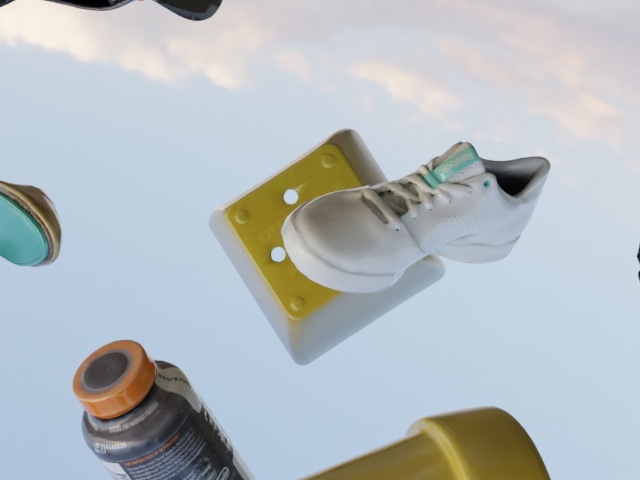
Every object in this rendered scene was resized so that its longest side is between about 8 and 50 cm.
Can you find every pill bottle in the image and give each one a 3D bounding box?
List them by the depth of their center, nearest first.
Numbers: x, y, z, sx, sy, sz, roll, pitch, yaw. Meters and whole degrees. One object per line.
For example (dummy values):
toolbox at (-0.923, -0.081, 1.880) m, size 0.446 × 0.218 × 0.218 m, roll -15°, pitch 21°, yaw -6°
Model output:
pill bottle at (-0.174, 0.219, 1.461) m, size 0.130 × 0.246 × 0.130 m, roll -18°, pitch -143°, yaw 14°

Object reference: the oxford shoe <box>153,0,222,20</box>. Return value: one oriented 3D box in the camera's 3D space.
oxford shoe at (-0.192, -0.277, 1.258) m, size 0.212 × 0.076 × 0.076 m, roll 35°, pitch 179°, yaw -32°

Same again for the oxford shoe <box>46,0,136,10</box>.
oxford shoe at (-0.104, -0.184, 0.858) m, size 0.271 × 0.097 × 0.098 m, roll -3°, pitch -129°, yaw -18°

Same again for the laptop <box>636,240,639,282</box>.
laptop at (0.296, 0.016, 0.680) m, size 0.234 × 0.137 × 0.264 m, roll -17°, pitch -159°, yaw 27°

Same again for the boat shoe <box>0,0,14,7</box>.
boat shoe at (-0.346, -0.237, 1.336) m, size 0.340 × 0.113 × 0.127 m, roll -32°, pitch -158°, yaw -13°

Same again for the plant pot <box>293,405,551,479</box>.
plant pot at (0.082, 0.304, 1.307) m, size 0.239 × 0.254 × 0.254 m, roll -8°, pitch -150°, yaw -16°

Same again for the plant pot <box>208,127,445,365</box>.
plant pot at (0.000, 0.000, 1.502) m, size 0.212 × 0.212 × 0.187 m, roll 57°, pitch -179°, yaw 6°

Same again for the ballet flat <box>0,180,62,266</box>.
ballet flat at (-0.283, -0.026, 1.207) m, size 0.073 × 0.080 × 0.232 m, roll -28°, pitch -156°, yaw -38°

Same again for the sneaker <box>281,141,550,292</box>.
sneaker at (0.069, -0.027, 0.898) m, size 0.212 × 0.094 × 0.080 m, roll -11°, pitch -122°, yaw -41°
